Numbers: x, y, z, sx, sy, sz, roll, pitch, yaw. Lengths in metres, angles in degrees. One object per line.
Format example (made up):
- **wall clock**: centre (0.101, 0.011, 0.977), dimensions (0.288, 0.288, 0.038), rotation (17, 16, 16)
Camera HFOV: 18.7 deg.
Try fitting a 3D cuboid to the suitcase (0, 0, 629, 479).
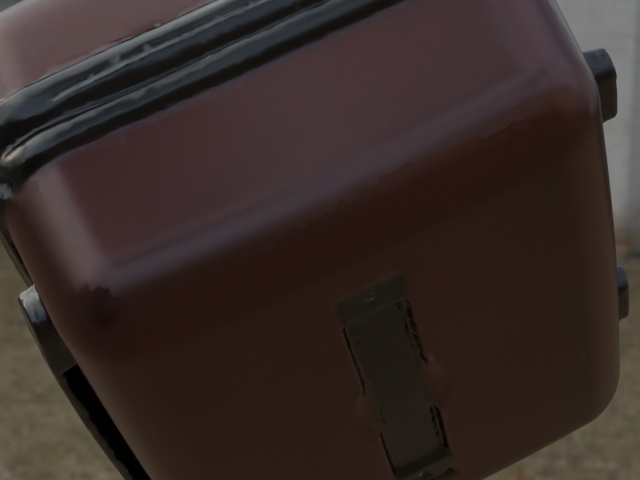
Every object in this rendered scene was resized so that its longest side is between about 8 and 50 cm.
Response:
- **suitcase**: centre (0.000, 0.000, 0.792), dimensions (0.236, 0.161, 0.297), rotation (-25, -29, -3)
